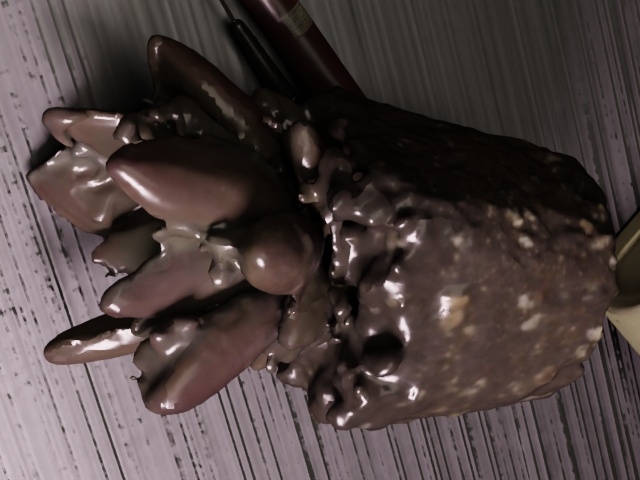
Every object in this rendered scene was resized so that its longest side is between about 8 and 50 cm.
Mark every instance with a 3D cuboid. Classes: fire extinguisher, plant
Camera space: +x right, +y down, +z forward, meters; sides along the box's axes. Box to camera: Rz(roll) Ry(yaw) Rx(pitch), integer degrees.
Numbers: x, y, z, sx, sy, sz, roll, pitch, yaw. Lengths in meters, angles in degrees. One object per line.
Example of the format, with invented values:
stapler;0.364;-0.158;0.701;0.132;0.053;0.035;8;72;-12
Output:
fire extinguisher;-0.016;-0.110;0.995;0.049;0.035;0.173;-25;118;22
plant;0.000;0.000;0.930;0.321;0.181;0.194;4;112;-24

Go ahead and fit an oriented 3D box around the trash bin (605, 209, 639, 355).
trash bin;0.341;0.041;1.154;0.243;0.121;0.247;-48;115;-9
